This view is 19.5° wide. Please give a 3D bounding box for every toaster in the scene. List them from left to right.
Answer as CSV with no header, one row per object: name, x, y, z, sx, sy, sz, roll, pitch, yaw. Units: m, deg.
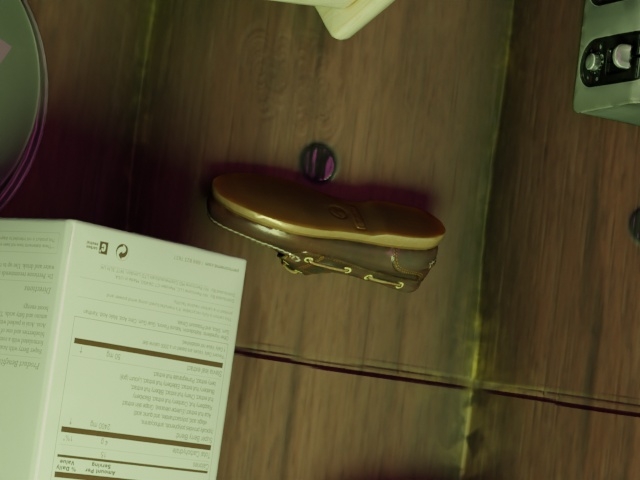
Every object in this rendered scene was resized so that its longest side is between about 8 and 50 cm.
toaster,0.332,-0.180,1.678,0.186,0.110,0.168,11,84,-24

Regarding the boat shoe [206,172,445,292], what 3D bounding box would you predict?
boat shoe,0.000,0.000,1.543,0.207,0.073,0.073,14,122,-17

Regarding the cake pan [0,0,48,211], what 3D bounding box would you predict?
cake pan,-0.341,-0.123,1.404,0.293,0.054,0.293,1,88,-24

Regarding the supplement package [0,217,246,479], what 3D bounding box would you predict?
supplement package,-0.191,0.140,1.369,0.175,0.177,0.293,14,82,-45

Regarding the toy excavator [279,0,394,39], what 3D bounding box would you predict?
toy excavator,-0.152,-0.291,1.377,0.445,0.222,0.433,50,30,-6
